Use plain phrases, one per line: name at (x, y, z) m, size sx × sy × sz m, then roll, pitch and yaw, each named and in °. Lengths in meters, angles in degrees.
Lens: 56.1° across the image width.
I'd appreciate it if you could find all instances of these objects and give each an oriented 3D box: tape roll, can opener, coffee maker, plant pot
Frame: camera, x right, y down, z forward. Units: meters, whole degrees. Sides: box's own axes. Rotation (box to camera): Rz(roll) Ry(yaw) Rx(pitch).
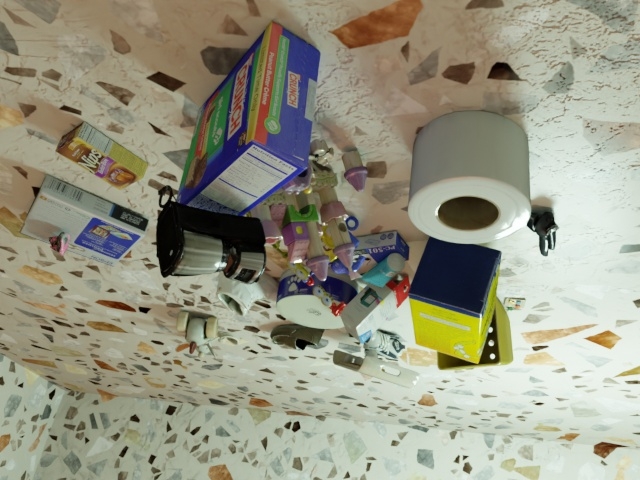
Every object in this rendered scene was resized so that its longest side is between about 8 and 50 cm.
tape roll at (0.308, -0.124, 1.247) m, size 0.246 × 0.169 × 0.246 m, roll 8°, pitch 150°, yaw 5°
can opener at (0.559, -0.017, 1.488) m, size 0.059 × 0.073 × 0.186 m, roll -40°, pitch 141°, yaw 4°
coffee maker at (-0.196, -0.010, 1.094) m, size 0.178 × 0.171 × 0.120 m, roll 9°, pitch 163°, yaw -37°
plant pot at (0.509, 0.313, 1.929) m, size 0.212 × 0.212 × 0.187 m, roll -16°, pitch 154°, yaw 37°

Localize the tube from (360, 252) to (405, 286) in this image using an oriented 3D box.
tube at (0.175, 0.093, 1.697) m, size 0.080 × 0.052 × 0.207 m, roll 27°, pitch 154°, yaw -6°

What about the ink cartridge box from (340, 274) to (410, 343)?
ink cartridge box at (0.172, 0.193, 1.850) m, size 0.078 × 0.231 × 0.134 m, roll 38°, pitch 163°, yaw 30°

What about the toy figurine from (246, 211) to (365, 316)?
toy figurine at (0.000, 0.000, 1.602) m, size 0.362 × 0.217 × 0.191 m, roll 47°, pitch 178°, yaw 11°

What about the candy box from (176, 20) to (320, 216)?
candy box at (-0.142, -0.203, 1.142) m, size 0.122 × 0.268 × 0.317 m, roll 23°, pitch 147°, yaw -29°

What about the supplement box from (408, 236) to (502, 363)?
supplement box at (0.376, 0.170, 1.672) m, size 0.195 × 0.194 × 0.357 m, roll 15°, pitch 154°, yaw 21°

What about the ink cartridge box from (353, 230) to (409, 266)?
ink cartridge box at (0.135, 0.028, 1.683) m, size 0.207 × 0.046 × 0.097 m, roll -9°, pitch 147°, yaw 28°

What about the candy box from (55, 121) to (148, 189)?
candy box at (-0.534, -0.203, 1.473) m, size 0.109 × 0.053 × 0.186 m, roll -17°, pitch 140°, yaw 39°

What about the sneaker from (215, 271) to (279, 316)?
sneaker at (-0.230, 0.178, 1.926) m, size 0.108 × 0.169 × 0.292 m, roll -14°, pitch 144°, yaw 32°

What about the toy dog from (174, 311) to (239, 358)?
toy dog at (-0.485, 0.414, 2.413) m, size 0.220 × 0.161 × 0.334 m, roll -1°, pitch 149°, yaw 18°

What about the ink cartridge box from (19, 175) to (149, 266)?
ink cartridge box at (-0.704, -0.045, 1.784) m, size 0.303 × 0.072 × 0.307 m, roll 25°, pitch 150°, yaw -26°

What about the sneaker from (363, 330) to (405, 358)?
sneaker at (0.237, 0.374, 2.204) m, size 0.152 × 0.094 × 0.235 m, roll 4°, pitch 150°, yaw 7°

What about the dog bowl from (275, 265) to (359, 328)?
dog bowl at (-0.009, 0.187, 1.941) m, size 0.264 × 0.104 × 0.265 m, roll 8°, pitch 150°, yaw 4°

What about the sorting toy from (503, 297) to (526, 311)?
sorting toy at (0.608, 0.204, 1.884) m, size 0.061 × 0.012 × 0.083 m, roll 2°, pitch 149°, yaw 12°

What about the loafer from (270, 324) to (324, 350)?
loafer at (-0.099, 0.375, 2.307) m, size 0.251 × 0.088 × 0.094 m, roll -17°, pitch 141°, yaw 38°

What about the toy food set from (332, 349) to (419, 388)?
toy food set at (0.197, 0.454, 2.207) m, size 0.219 × 0.093 × 0.306 m, roll 21°, pitch 169°, yaw -16°

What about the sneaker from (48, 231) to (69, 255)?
sneaker at (-0.782, 0.004, 1.788) m, size 0.057 × 0.047 × 0.119 m, roll 29°, pitch 146°, yaw -11°

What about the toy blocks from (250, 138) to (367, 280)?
toy blocks at (-0.032, -0.034, 1.319) m, size 0.288 × 0.260 × 0.309 m, roll -3°, pitch 162°, yaw -41°
